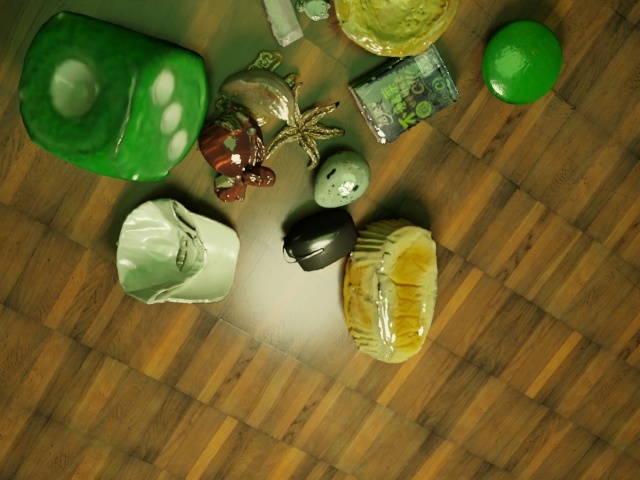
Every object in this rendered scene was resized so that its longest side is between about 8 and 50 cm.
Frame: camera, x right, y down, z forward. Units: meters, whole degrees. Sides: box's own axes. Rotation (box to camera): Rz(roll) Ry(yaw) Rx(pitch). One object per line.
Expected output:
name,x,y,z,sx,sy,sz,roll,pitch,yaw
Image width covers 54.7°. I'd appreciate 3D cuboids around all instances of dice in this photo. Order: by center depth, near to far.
dice,-0.435,-0.308,1.335,0.287,0.300,0.297,23,104,14

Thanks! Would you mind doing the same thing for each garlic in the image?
garlic,-0.142,-0.355,1.469,0.195,0.087,0.101,16,112,-7

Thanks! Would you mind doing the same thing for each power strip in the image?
power strip,-0.017,-0.558,1.483,0.083,0.035,0.055,7,106,-12

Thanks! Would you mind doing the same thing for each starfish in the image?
starfish,-0.050,-0.279,1.556,0.238,0.057,0.213,-25,115,8

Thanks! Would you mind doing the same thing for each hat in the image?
hat,-0.353,0.033,1.585,0.301,0.168,0.258,14,89,-35

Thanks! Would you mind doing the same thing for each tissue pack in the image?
tissue pack,0.211,-0.372,1.549,0.235,0.073,0.173,-32,108,3

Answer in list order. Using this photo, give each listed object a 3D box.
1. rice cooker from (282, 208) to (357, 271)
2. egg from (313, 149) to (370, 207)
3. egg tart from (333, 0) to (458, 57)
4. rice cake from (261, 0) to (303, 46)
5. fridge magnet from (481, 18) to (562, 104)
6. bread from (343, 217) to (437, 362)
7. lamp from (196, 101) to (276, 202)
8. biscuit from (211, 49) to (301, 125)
rice cooker,-0.001,0.000,1.604,0.203,0.142,0.118,-26,120,6
egg,0.052,-0.150,1.566,0.131,0.131,0.164,37,96,-16
egg tart,0.171,-0.585,1.454,0.315,0.120,0.315,-1,107,-5
rice cake,-0.131,-0.635,1.432,0.072,0.056,0.365,-22,108,-5
fridge magnet,0.504,-0.446,1.556,0.208,0.088,0.208,-2,107,-8
bread,0.182,0.131,1.663,0.236,0.183,0.388,3,101,-23
lamp,-0.217,-0.209,1.484,0.151,0.215,0.223,-9,89,-39
biscuit,-0.166,-0.359,1.529,0.236,0.040,0.144,-40,102,3
